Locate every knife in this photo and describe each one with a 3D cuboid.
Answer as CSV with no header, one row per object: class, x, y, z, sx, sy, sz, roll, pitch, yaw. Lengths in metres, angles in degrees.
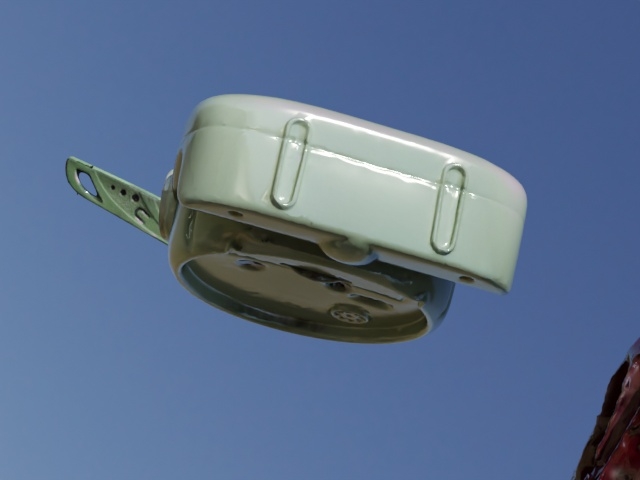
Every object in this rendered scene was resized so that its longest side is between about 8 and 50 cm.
knife,-0.106,0.002,1.608,0.293,0.020,0.043,28,-67,5

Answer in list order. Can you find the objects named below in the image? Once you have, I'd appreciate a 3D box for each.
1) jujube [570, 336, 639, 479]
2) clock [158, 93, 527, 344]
jujube,0.316,0.197,1.343,0.258,0.377,0.258,27,5,-2
clock,0.000,0.000,1.414,0.324,0.265,0.109,130,-28,-70
